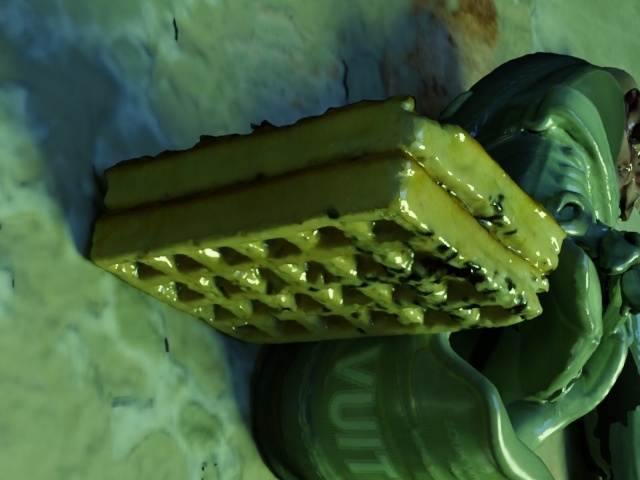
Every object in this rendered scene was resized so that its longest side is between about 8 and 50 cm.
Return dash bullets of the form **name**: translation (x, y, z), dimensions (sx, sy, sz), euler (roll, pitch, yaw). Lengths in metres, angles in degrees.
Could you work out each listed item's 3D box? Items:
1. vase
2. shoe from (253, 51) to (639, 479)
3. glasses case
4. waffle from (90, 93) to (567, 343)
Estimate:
- **vase**: translation (0.197, 0.144, 0.664), dimensions (0.060, 0.060, 0.211), euler (18, 67, -49)
- **shoe**: translation (0.106, 0.008, 0.474), dimensions (0.293, 0.149, 0.109), euler (-48, 121, -32)
- **glasses case**: translation (0.181, -0.043, 0.682), dimensions (0.193, 0.070, 0.102), euler (-38, 112, -49)
- **waffle**: translation (0.000, 0.000, 0.373), dimensions (0.102, 0.148, 0.042), euler (36, 57, -43)
